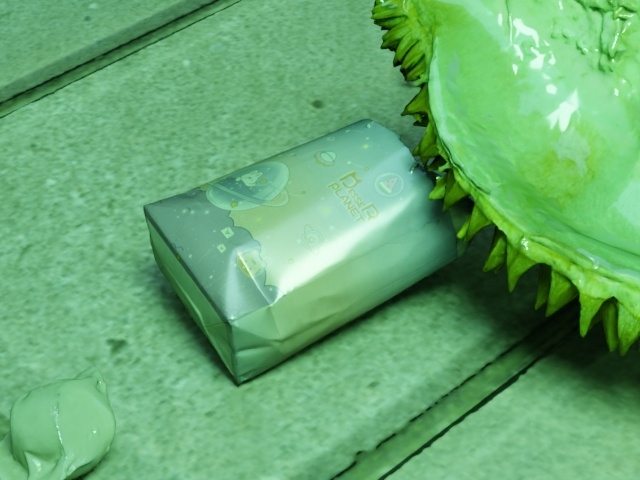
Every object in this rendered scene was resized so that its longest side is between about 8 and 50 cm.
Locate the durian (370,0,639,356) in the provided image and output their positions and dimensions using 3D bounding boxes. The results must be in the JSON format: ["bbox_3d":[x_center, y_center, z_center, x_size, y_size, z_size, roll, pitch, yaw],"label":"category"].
[{"bbox_3d":[0.185,-0.048,0.794,0.394,0.198,0.163,31,27,24],"label":"durian"}]

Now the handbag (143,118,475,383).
[{"bbox_3d":[0.000,0.000,0.884,0.173,0.095,0.117,-25,50,-16],"label":"handbag"}]

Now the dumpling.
[{"bbox_3d":[-0.137,0.102,0.800,0.052,0.057,0.076,13,51,-42],"label":"dumpling"}]
